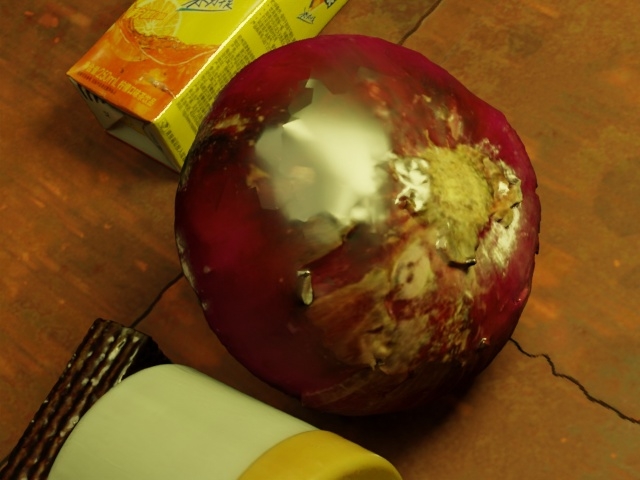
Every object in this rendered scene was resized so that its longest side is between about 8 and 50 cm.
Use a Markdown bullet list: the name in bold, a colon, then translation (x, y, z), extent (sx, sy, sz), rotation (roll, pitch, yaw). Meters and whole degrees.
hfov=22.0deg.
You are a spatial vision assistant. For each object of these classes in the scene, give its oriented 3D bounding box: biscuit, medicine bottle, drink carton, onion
- **biscuit**: translation (-0.260, 0.257, 1.533), extent (0.073, 0.107, 0.388), rotation (17, 65, 30)
- **medicine bottle**: translation (-0.080, 0.250, 1.387), extent (0.232, 0.238, 0.238), rotation (23, 68, 34)
- **drink carton**: translation (-0.099, -0.248, 1.817), extent (0.154, 0.111, 0.351), rotation (30, 71, 33)
- **onion**: translation (0.000, 0.000, 1.516), extent (0.385, 0.348, 0.348), rotation (-22, 42, 52)
